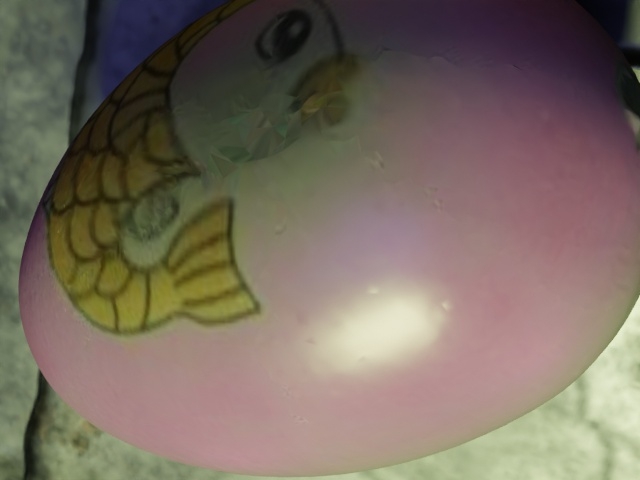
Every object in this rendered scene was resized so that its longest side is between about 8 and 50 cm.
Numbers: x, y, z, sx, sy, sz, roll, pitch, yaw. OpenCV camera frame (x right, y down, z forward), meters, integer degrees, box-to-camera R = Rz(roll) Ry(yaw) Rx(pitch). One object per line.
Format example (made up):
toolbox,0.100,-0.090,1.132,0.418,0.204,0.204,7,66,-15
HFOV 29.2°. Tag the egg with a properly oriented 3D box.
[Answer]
egg,0.000,0.000,0.484,0.271,0.196,0.196,-37,97,30
